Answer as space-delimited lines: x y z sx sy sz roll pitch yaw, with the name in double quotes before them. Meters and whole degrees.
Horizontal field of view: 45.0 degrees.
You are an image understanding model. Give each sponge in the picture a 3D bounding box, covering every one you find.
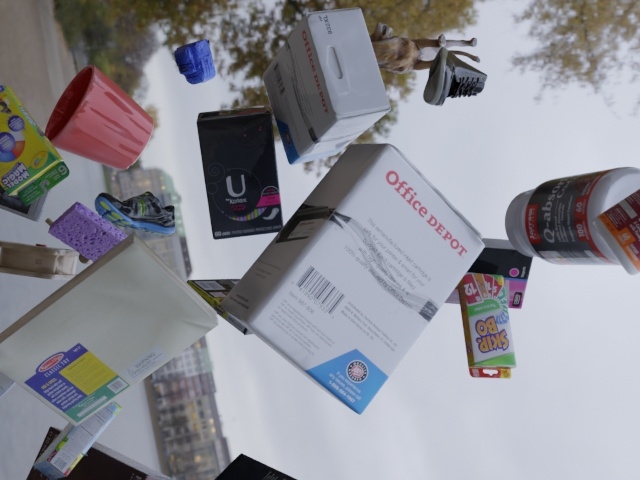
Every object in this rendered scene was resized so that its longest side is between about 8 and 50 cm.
"sponge" -0.526 0.002 1.831 0.210 0.117 0.031 39 34 -30

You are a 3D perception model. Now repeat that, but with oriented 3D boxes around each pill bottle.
"pill bottle" 0.593 -0.046 1.766 0.363 0.210 0.210 174 -94 -71
"pill bottle" 0.590 -0.046 1.313 0.121 0.221 0.121 48 17 -20

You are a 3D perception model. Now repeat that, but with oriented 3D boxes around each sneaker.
"sneaker" 0.286 -0.327 1.599 0.222 0.118 0.083 -70 -174 -53
"sneaker" -0.362 -0.063 1.516 0.067 0.188 0.078 0 -102 40

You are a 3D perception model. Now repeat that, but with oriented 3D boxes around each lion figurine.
"lion figurine" 0.316 -0.580 2.408 0.240 0.392 0.142 6 -85 37

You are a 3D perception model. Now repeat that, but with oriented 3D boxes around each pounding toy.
"pounding toy" -0.692 0.020 1.964 0.154 0.270 0.154 37 61 -88

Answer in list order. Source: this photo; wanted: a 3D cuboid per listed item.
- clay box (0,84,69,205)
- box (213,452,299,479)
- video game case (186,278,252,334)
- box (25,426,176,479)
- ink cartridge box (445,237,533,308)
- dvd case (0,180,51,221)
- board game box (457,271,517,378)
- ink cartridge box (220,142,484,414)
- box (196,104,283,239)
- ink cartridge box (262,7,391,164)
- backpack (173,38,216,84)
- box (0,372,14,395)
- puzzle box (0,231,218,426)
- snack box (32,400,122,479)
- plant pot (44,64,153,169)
"clay box" -0.637 -0.194 1.605 0.222 0.127 0.053 54 2 -2
"box" -0.098 0.491 1.394 0.158 0.093 0.156 11 -52 40
"video game case" -0.224 0.188 2.252 0.248 0.275 0.035 33 -76 26
"box" -0.581 0.643 2.009 0.143 0.381 0.191 43 65 -56
"ink cartridge box" 0.353 0.076 2.006 0.069 0.371 0.175 -83 178 -64
"dvd case" -0.861 -0.175 2.142 0.029 0.239 0.179 70 40 -86
"board game box" 0.406 0.207 1.889 0.039 0.124 0.259 140 -49 -60
"ink cartridge box" 0.064 0.060 1.394 0.285 0.395 0.166 43 -11 -23
"box" -0.179 -0.155 1.735 0.143 0.165 0.270 -113 -164 -72
"ink cartridge box" 0.004 -0.316 1.626 0.307 0.129 0.223 -29 -104 67
"backpack" -0.378 -0.528 2.315 0.098 0.101 0.120 3 -62 44
"box" -0.790 0.311 1.859 0.126 0.072 0.137 46 -7 -6
"puzzle box" -0.457 0.196 1.622 0.272 0.409 0.052 50 9 -31
"snack box" -0.602 0.486 1.913 0.070 0.207 0.174 42 -33 -11
"plant pot" -0.663 -0.355 2.353 0.275 0.243 0.275 -32 -138 34
